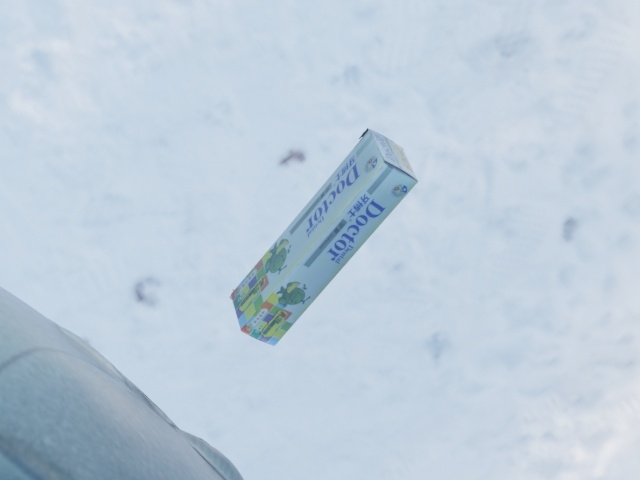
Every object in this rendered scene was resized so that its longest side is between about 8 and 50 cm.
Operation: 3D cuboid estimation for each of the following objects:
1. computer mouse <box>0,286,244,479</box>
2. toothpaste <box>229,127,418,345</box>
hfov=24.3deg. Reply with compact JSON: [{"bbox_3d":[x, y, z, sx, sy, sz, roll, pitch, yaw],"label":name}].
[{"bbox_3d":[-0.075,0.070,0.423,0.379,0.167,0.090,28,92,-22],"label":"computer mouse"},{"bbox_3d":[0.000,0.000,1.011,0.034,0.046,0.164,27,115,-30],"label":"toothpaste"}]
